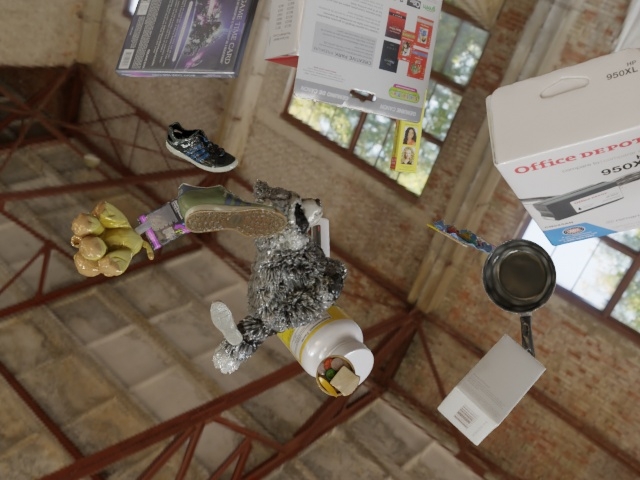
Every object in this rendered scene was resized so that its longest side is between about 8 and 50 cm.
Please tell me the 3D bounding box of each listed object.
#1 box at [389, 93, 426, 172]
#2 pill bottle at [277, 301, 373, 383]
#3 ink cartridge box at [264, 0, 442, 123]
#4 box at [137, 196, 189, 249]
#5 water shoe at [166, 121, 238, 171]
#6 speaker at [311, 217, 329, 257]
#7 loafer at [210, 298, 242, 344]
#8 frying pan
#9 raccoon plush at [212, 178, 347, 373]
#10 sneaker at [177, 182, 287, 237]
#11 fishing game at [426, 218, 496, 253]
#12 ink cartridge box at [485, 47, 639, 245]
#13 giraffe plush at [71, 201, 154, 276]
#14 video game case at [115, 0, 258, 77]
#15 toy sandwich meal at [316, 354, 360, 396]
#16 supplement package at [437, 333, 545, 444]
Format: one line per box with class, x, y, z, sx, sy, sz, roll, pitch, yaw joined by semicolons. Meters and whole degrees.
box;0.224;-0.290;1.878;0.058;0.233;0.087;6;-172;-6
pill bottle;-0.003;0.256;2.033;0.187;0.188;0.334;-1;-149;-36
ink cartridge box;0.061;-0.379;1.398;0.309;0.272;0.130;6;-175;-34
box;-0.479;-0.056;2.325;0.116;0.162;0.029;63;-169;-6
water shoe;-0.306;-0.238;1.881;0.203;0.080;0.073;20;-136;11
speaker;0.000;0.000;2.260;0.055;0.055;0.136;9;-115;-22
loafer;-0.212;0.177;1.637;0.045;0.125;0.039;-24;-150;-1
frying pan;0.551;0.149;1.921;0.053;0.197;0.326;3;-124;-59
raccoon plush;-0.148;0.082;1.686;0.299;0.446;0.216;46;173;-25
sneaker;-0.147;-0.058;1.204;0.192;0.064;0.086;3;-137;-41
fishing game;0.409;-0.019;2.086;0.189;0.041;0.264;35;-163;37
ink cartridge box;0.524;-0.160;1.429;0.395;0.285;0.166;36;-134;-50
giraffe plush;-0.524;0.018;1.768;0.210;0.170;0.182;-16;-101;-57
video game case;-0.272;-0.420;1.501;0.274;0.196;0.026;6;161;19
toy sandwich meal;0.032;0.259;1.401;0.085;0.086;0.029;18;172;-6
supplement package;0.332;0.287;1.431;0.105;0.105;0.179;42;-125;17
